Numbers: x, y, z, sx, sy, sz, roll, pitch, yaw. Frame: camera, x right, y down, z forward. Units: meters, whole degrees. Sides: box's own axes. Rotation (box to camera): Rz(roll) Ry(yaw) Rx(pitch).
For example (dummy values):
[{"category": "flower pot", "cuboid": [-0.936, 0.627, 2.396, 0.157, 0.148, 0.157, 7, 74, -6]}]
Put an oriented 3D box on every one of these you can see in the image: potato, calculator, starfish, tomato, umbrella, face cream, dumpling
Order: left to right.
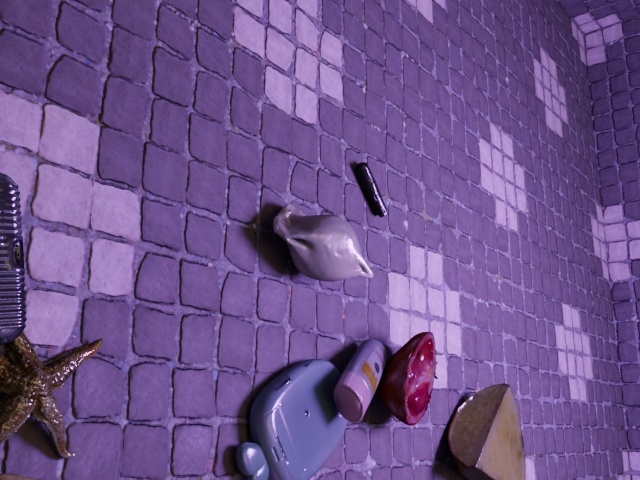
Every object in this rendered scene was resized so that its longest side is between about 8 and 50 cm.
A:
[{"category": "starfish", "cuboid": [-0.348, 0.172, 0.831, 0.217, 0.050, 0.223, -46, 122, -55]}, {"category": "calculator", "cuboid": [-0.038, 0.318, 1.179, 0.299, 0.041, 0.185, -30, 105, -53]}, {"category": "dumpling", "cuboid": [0.000, 0.000, 1.263, 0.229, 0.124, 0.151, 32, 19, -34]}, {"category": "face cream", "cuboid": [0.079, 0.258, 1.293, 0.084, 0.057, 0.198, 68, 23, -12]}, {"category": "umbrella", "cuboid": [0.114, -0.112, 1.497, 0.036, 0.031, 0.133, -45, 116, -46]}, {"category": "tomato", "cuboid": [0.170, 0.277, 1.403, 0.173, 0.099, 0.189, -2, 97, -60]}, {"category": "potato", "cuboid": [0.405, 0.525, 1.638, 0.269, 0.112, 0.255, -46, 120, -44]}]

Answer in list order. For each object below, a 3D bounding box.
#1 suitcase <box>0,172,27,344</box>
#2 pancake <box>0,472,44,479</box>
[{"category": "suitcase", "cuboid": [-0.449, 0.022, 0.655, 0.312, 0.128, 0.202, 3, 79, -48]}, {"category": "pancake", "cuboid": [-0.319, 0.487, 0.780, 0.305, 0.067, 0.426, -47, 119, -38]}]
